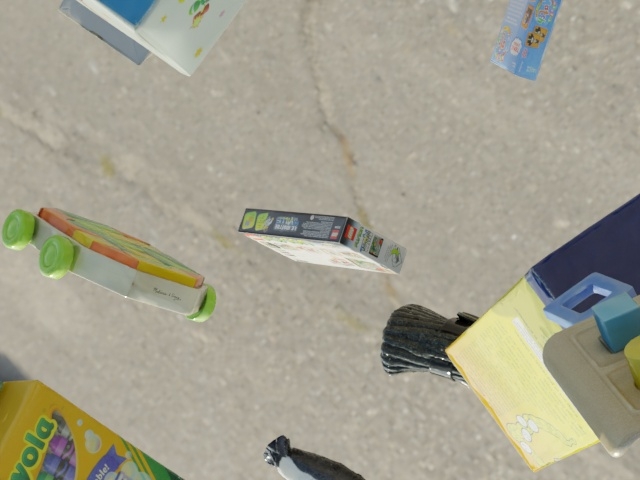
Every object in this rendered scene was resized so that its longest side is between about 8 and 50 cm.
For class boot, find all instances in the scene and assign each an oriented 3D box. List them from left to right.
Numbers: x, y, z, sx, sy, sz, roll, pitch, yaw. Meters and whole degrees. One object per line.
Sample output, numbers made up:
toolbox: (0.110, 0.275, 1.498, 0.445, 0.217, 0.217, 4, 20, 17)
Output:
boot: (0.261, 0.192, 1.997, 0.260, 0.131, 0.348, 5, 164, 24)

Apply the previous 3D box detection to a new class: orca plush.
orca plush: (0.052, 0.338, 1.487, 0.287, 0.102, 0.151, 36, 122, 16)

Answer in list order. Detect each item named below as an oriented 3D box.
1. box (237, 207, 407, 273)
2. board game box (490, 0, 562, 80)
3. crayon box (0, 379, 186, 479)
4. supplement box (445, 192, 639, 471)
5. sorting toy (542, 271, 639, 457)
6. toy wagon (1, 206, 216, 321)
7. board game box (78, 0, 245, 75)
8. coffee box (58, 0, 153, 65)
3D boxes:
box: (0.000, 0.000, 1.601, 0.114, 0.036, 0.207, 28, 166, -39)
board game box: (0.310, -0.347, 1.795, 0.039, 0.212, 0.160, 16, -166, -9)
crayon box: (-0.305, 0.301, 1.409, 0.083, 0.203, 0.323, -9, 138, 46)
supplement box: (0.316, 0.114, 1.437, 0.195, 0.194, 0.356, 55, 162, 10)
sorting toy: (0.274, 0.067, 0.946, 0.047, 0.196, 0.348, 61, -178, -20)
toy wagon: (-0.312, 0.018, 1.743, 0.267, 0.068, 0.344, 22, -176, -43)
board game box: (-0.073, -0.270, 0.603, 0.224, 0.303, 0.097, 35, -179, 10)
coffee box: (-0.260, -0.356, 1.803, 0.141, 0.246, 0.098, 35, 113, -4)
